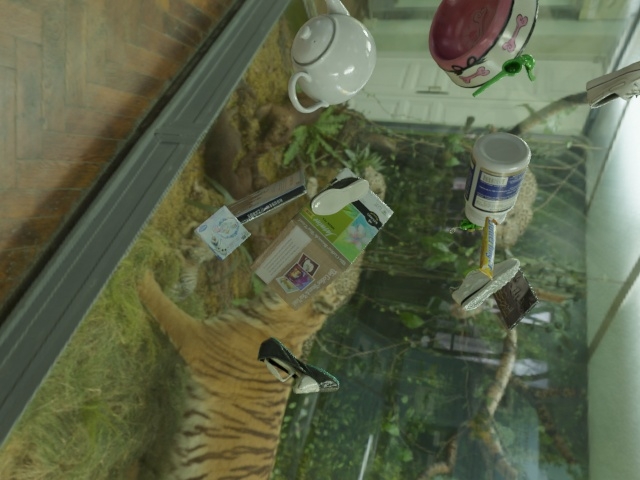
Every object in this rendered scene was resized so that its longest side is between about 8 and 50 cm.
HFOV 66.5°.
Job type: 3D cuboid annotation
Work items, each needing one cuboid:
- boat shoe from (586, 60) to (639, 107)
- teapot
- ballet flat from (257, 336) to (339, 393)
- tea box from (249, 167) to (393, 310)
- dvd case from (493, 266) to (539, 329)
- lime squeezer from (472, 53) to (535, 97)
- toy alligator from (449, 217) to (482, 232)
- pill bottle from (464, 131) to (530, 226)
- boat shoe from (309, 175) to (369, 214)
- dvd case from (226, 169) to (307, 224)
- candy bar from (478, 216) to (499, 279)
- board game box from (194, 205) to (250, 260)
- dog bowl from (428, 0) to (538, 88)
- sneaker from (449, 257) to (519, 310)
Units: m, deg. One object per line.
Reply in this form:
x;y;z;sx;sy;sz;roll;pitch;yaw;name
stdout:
0.841;-0.423;1.325;0.258;0.095;0.084;-179;-95;-77;boat shoe
0.009;-0.495;1.295;0.187;0.252;0.256;22;39;-49;teapot
-0.078;0.414;1.516;0.096;0.280;0.095;-56;177;-40;ballet flat
0.000;0.000;1.550;0.323;0.220;0.329;-48;-177;-41;tea box
0.752;0.216;1.904;0.221;0.018;0.164;-92;-153;-54;dvd case
0.582;-0.512;1.483;0.310;0.059;0.110;-23;168;-31;lime squeezer
0.575;-0.069;1.896;0.051;0.189;0.056;-117;-160;-50;toy alligator
0.502;-0.168;1.420;0.265;0.153;0.153;82;22;-52;pill bottle
0.027;-0.081;0.849;0.125;0.038;0.046;-29;129;-28;boat shoe
-0.147;-0.108;1.287;0.179;0.238;0.029;-98;162;-70;dvd case
0.383;0.014;1.110;0.018;0.040;0.161;-38;-152;54;candy bar
-0.219;-0.017;1.092;0.090;0.020;0.090;50;62;-9;board game box
0.557;-0.770;1.751;0.150;0.408;0.408;13;83;-31;dog bowl
0.525;0.122;1.563;0.090;0.235;0.095;46;10;-49;sneaker
